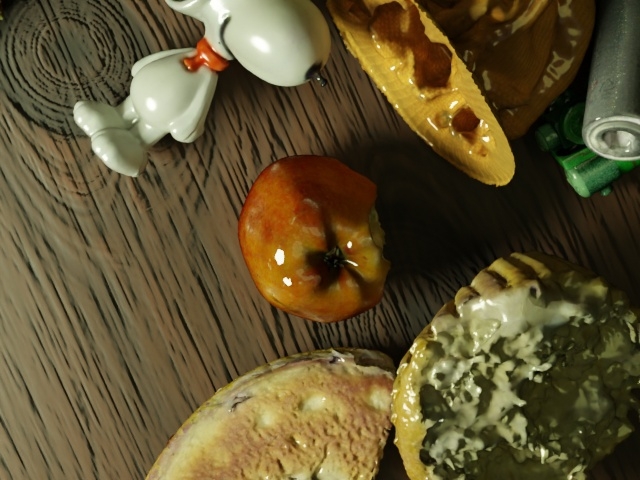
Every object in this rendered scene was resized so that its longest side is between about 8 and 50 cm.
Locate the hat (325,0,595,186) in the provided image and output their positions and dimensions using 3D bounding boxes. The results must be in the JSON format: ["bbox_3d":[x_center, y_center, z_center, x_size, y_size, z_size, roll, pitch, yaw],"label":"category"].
[{"bbox_3d":[0.173,-0.221,1.468,0.233,0.244,0.233,-39,139,-15],"label":"hat"}]

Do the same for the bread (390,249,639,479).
[{"bbox_3d":[0.184,0.135,1.475,0.274,0.149,0.274,-9,118,-17],"label":"bread"}]

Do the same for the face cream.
[{"bbox_3d":[0.293,-0.206,1.448,0.073,0.073,0.284,15,59,-4],"label":"face cream"}]

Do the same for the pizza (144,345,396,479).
[{"bbox_3d":[-0.050,0.209,1.517,0.305,0.085,0.161,-31,83,-8],"label":"pizza"}]

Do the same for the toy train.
[{"bbox_3d":[0.333,-0.134,1.516,0.251,0.085,0.119,-30,111,3],"label":"toy train"}]

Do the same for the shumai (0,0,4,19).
[{"bbox_3d":[-0.349,-0.233,1.466,0.087,0.099,0.124,-25,98,-17],"label":"shumai"}]

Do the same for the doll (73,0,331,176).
[{"bbox_3d":[-0.119,-0.199,1.456,0.271,0.144,0.208,-24,72,18],"label":"doll"}]

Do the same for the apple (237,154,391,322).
[{"bbox_3d":[-0.007,-0.001,1.466,0.147,0.158,0.156,10,99,-2],"label":"apple"}]
